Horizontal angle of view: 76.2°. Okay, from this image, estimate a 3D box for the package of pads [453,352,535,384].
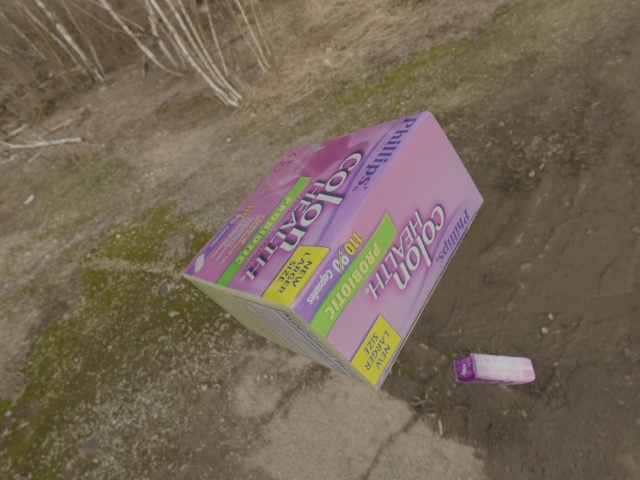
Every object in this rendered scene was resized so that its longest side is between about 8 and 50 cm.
[{"bbox_3d":[0.217,0.162,0.512,0.083,0.050,0.032,8,62,-12],"label":"package of pads"}]

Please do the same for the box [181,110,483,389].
[{"bbox_3d":[0.000,0.000,0.432,0.243,0.117,0.213,4,52,54],"label":"box"}]
